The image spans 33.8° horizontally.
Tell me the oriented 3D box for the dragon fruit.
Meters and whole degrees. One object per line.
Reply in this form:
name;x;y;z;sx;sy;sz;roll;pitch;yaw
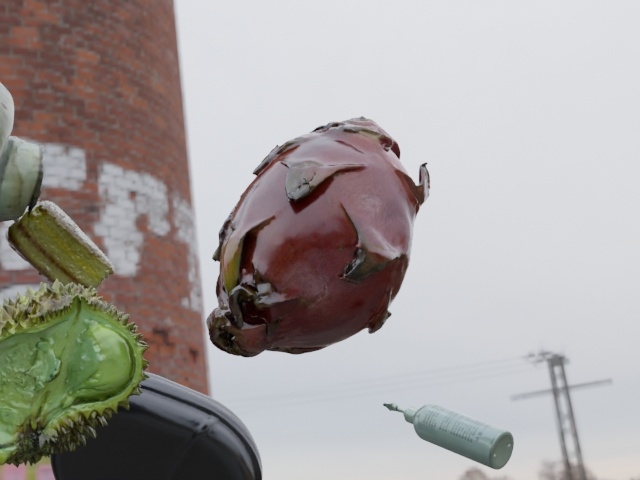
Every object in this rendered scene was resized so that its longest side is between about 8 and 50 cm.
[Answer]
dragon fruit;-0.002;0.003;1.222;0.250;0.250;0.315;-26;17;41

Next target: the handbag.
handbag;-0.233;0.316;1.476;0.307;0.254;0.093;22;23;1

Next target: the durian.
durian;-0.330;0.158;1.241;0.236;0.200;0.176;-32;3;-27

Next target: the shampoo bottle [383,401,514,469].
shampoo bottle;0.172;0.258;1.453;0.195;0.056;0.056;16;1;44

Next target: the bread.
bread;-0.463;0.019;1.861;0.110;0.184;0.234;-46;9;-8

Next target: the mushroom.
mushroom;-0.577;-0.099;1.645;0.260;0.352;0.352;9;-25;-25
